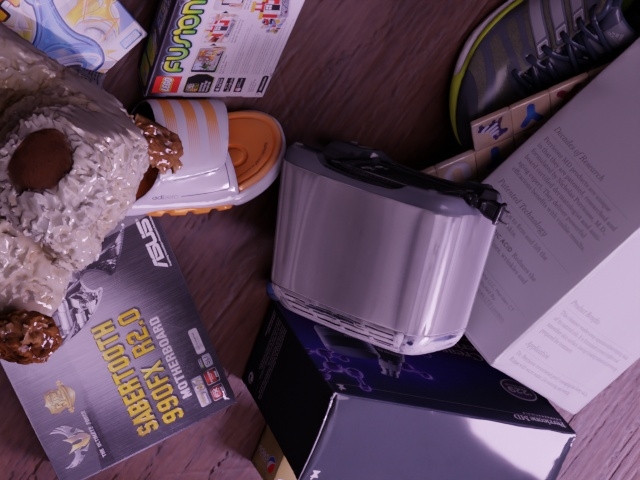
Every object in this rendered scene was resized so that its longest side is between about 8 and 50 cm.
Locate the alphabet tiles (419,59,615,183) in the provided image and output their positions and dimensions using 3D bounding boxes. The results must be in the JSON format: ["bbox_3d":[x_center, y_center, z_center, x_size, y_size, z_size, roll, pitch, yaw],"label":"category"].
[{"bbox_3d":[0.187,-0.066,1.530,0.237,0.009,0.198,-24,146,-5],"label":"alphabet tiles"}]

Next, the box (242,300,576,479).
[{"bbox_3d":[0.082,0.159,1.532,0.261,0.184,0.103,12,113,-26],"label":"box"}]

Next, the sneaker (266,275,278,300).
[{"bbox_3d":[0.000,0.000,1.521,0.144,0.053,0.059,-40,114,-10],"label":"sneaker"}]

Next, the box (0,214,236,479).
[{"bbox_3d":[-0.201,0.088,1.470,0.183,0.056,0.231,-26,117,-12],"label":"box"}]

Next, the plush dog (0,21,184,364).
[{"bbox_3d":[-0.241,-0.023,1.294,0.210,0.262,0.225,22,108,-51],"label":"plush dog"}]

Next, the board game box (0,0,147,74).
[{"bbox_3d":[-0.266,-0.159,1.360,0.201,0.035,0.136,-43,119,-1],"label":"board game box"}]

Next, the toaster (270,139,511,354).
[{"bbox_3d":[0.059,0.006,1.408,0.129,0.227,0.147,-9,115,-56],"label":"toaster"}]

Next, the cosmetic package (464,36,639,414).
[{"bbox_3d":[0.296,-0.034,1.493,0.385,0.156,0.217,-44,146,8],"label":"cosmetic package"}]

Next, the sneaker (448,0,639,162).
[{"bbox_3d":[0.234,-0.194,1.497,0.111,0.121,0.300,34,96,-28],"label":"sneaker"}]

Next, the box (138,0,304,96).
[{"bbox_3d":[-0.077,-0.196,1.354,0.114,0.036,0.207,-1,148,-22],"label":"box"}]

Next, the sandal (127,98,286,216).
[{"bbox_3d":[-0.153,-0.073,1.392,0.265,0.102,0.076,-13,144,-15],"label":"sandal"}]

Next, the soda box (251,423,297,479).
[{"bbox_3d":[0.028,0.228,1.612,0.181,0.061,0.058,17,103,-26],"label":"soda box"}]
